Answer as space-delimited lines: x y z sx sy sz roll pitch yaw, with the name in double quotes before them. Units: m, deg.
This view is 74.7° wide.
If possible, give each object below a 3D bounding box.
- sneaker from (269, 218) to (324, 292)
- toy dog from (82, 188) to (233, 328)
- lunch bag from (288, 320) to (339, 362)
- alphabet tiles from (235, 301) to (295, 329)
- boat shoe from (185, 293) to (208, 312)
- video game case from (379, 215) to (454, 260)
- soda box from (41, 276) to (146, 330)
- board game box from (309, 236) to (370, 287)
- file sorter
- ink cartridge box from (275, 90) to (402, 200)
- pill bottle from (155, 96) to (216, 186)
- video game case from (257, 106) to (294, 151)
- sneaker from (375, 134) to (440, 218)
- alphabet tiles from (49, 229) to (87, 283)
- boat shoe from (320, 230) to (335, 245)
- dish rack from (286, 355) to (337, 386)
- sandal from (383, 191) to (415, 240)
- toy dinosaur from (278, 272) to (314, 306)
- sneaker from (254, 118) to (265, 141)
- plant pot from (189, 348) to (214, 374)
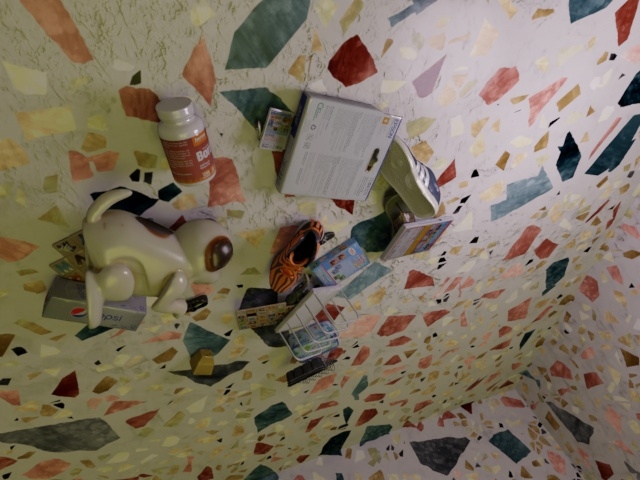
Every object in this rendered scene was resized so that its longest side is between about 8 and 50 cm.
"sneaker" -0.102 0.075 1.479 0.125 0.180 0.321 28 109 -5
"toy dog" -0.470 0.036 1.249 0.408 0.285 0.395 -3 106 -29
"lunch bag" -0.028 0.472 1.940 0.219 0.090 0.176 -22 139 -5
"alphabet tiles" -0.219 0.306 1.702 0.238 0.009 0.198 -8 149 -11
"boat shoe" -0.481 0.243 1.558 0.133 0.042 0.048 -25 137 -2
"video game case" 0.392 -0.009 1.701 0.285 0.025 0.204 -10 144 -34
"soda box" -0.724 0.210 1.362 0.286 0.091 0.098 20 119 -36
"board game box" 0.081 0.096 1.700 0.212 0.039 0.160 -32 135 5
"file sorter" -0.011 0.339 1.717 0.193 0.173 0.277 1 137 -51
"ink cartridge box" 0.053 -0.284 1.337 0.330 0.071 0.324 2 128 -29
"pill bottle" -0.361 -0.262 1.121 0.121 0.121 0.216 -16 134 -12
"video game case" -0.130 -0.323 1.231 0.087 0.011 0.122 -2 124 -43
"sneaker" 0.316 -0.246 1.476 0.131 0.148 0.350 -10 127 42
"alphabet tiles" -0.664 0.086 1.354 0.285 0.011 0.342 -27 135 -2
"boat shoe" 0.000 0.000 1.578 0.125 0.038 0.046 -17 134 -11
"dish rack" -0.029 0.635 2.037 0.208 0.074 0.271 -29 153 14
"sandal" 0.326 -0.078 1.632 0.120 0.086 0.302 -25 135 -4
"toy dinosaur" -0.078 0.199 1.676 0.118 0.064 0.268 -22 156 -46
"sneaker" -0.170 -0.321 1.230 0.035 0.031 0.083 -30 140 -19
"plant pot" -0.489 0.502 1.754 0.081 0.081 0.083 14 109 -34
